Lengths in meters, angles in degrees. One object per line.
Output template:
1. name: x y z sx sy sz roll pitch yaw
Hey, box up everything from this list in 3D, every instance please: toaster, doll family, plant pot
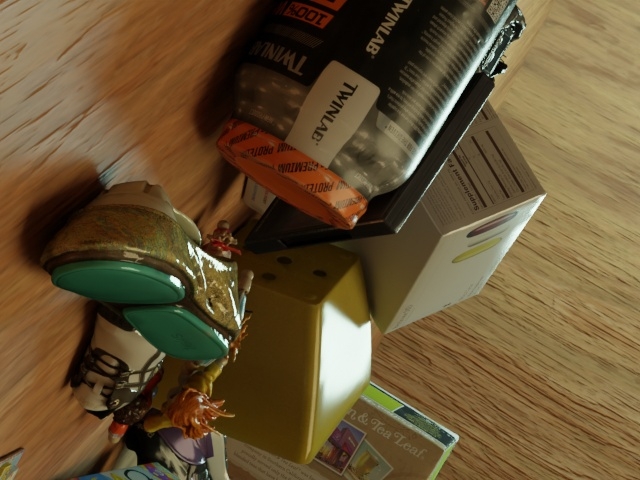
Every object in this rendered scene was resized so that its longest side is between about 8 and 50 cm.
1. toaster: 0.169 -0.269 2.221 0.129 0.146 0.227 -60 171 8
2. doll family: -0.122 0.116 1.842 0.263 0.118 0.163 -61 -176 -1
3. plant pot: -0.057 0.101 2.043 0.212 0.212 0.187 -47 153 -56

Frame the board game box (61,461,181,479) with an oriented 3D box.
1. board game box: -0.220 0.352 1.941 0.144 0.142 0.275 -61 161 9

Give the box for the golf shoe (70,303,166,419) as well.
1. golf shoe: -0.194 0.121 1.679 0.094 0.077 0.198 -56 170 -19

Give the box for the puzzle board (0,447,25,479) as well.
1. puzzle board: -0.320 0.257 1.635 0.128 0.011 0.096 -60 171 9

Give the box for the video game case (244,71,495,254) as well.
1. video game case: 0.045 -0.075 1.794 0.196 0.026 0.274 -55 -159 -23

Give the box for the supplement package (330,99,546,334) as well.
1. supplement package: 0.115 -0.050 2.039 0.145 0.204 0.262 -21 160 -22

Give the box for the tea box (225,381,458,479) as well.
1. tea box: 0.019 0.325 2.779 0.220 0.329 0.323 -59 171 1

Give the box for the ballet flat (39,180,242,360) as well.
1. ballet flat: -0.145 0.013 1.472 0.123 0.123 0.348 -59 161 -7

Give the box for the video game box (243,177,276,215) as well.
1. video game box: -0.008 -0.147 1.944 0.205 0.048 0.187 -55 174 -29

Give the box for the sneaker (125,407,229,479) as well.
1. sneaker: -0.177 0.321 2.176 0.124 0.107 0.283 -34 124 -34

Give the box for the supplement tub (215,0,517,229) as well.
1. supplement tub: 0.047 -0.181 1.646 0.316 0.194 0.193 -59 172 -8
